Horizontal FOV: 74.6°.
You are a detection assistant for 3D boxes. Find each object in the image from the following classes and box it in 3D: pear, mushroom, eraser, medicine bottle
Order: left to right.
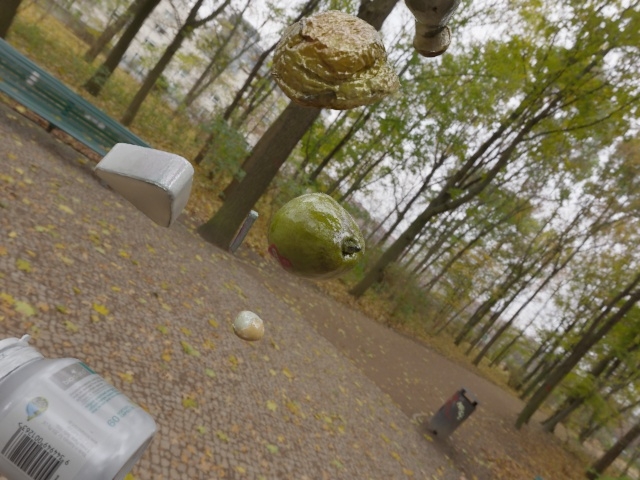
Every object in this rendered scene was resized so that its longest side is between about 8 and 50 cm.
[{"bbox_3d":[-0.323,0.217,0.508,0.215,0.135,0.135,36,3,4],"label":"medicine bottle"},{"bbox_3d":[-0.575,-0.202,1.480,0.331,0.149,0.331,21,-29,12],"label":"eraser"},{"bbox_3d":[0.000,0.000,1.340,0.287,0.287,0.375,36,-13,-37],"label":"pear"},{"bbox_3d":[0.281,-0.601,1.077,0.159,0.122,0.329,25,-3,14],"label":"mushroom"}]

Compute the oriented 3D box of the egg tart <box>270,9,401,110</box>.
[{"bbox_3d":[0.028,-0.500,1.138,0.153,0.340,0.351,93,-20,-62],"label":"egg tart"}]

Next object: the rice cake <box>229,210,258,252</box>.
[{"bbox_3d":[-0.283,-0.030,1.535,0.033,0.207,0.033,29,34,-12],"label":"rice cake"}]

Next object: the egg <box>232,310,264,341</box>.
[{"bbox_3d":[-0.180,0.219,1.065,0.083,0.071,0.071,35,4,-20],"label":"egg"}]
